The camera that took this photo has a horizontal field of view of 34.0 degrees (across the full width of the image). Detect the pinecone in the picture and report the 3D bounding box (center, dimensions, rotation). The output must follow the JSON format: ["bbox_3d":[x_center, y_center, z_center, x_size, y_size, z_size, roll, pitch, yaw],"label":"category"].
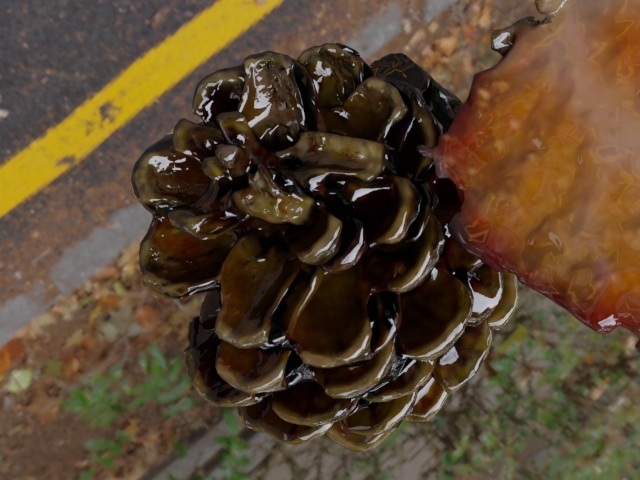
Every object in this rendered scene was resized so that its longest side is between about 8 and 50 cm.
[{"bbox_3d":[0.010,-0.006,0.635,0.243,0.243,0.257,-33,146,-23],"label":"pinecone"}]

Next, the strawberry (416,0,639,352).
[{"bbox_3d":[0.222,-0.048,0.478,0.150,0.280,0.253,24,99,-54],"label":"strawberry"}]
